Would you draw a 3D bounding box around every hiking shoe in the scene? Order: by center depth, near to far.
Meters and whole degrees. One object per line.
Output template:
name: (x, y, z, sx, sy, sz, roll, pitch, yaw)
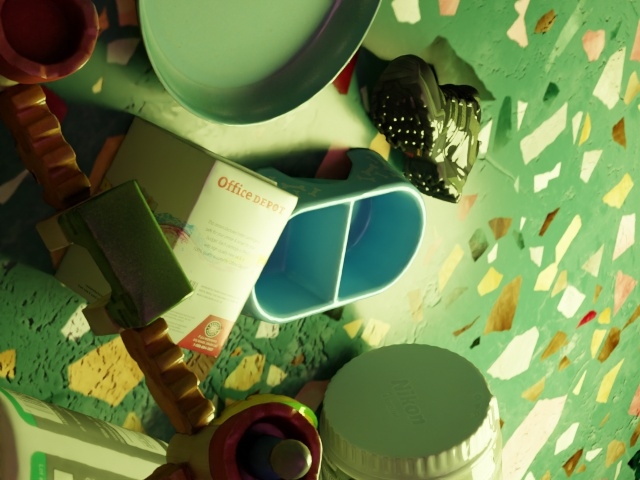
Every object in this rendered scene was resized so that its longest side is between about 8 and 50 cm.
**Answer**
hiking shoe: (0.126, -0.145, 1.546, 0.114, 0.086, 0.227, -59, 150, -23)

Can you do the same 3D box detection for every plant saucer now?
plant saucer: (-0.054, -0.263, 1.291, 0.317, 0.043, 0.318, -27, 131, -36)

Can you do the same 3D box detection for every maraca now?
maraca: (-0.087, 0.236, 1.529, 0.185, 0.099, 0.127, -34, 139, 9)

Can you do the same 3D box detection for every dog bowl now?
dog bowl: (0.000, 0.000, 1.490, 0.297, 0.074, 0.166, -14, 123, -42)

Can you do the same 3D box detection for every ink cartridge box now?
ink cartridge box: (-0.134, -0.004, 1.295, 0.128, 0.127, 0.176, 25, 94, -51)

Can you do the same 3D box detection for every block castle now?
block castle: (-0.222, 0.058, 1.014, 0.303, 0.213, 0.453, -31, 99, -30)

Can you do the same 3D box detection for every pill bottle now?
pill bottle: (-0.237, 0.265, 1.291, 0.361, 0.204, 0.204, 31, 89, -51)

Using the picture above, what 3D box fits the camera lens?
camera lens: (0.111, 0.291, 1.677, 0.219, 0.219, 0.274, -33, 134, -31)
